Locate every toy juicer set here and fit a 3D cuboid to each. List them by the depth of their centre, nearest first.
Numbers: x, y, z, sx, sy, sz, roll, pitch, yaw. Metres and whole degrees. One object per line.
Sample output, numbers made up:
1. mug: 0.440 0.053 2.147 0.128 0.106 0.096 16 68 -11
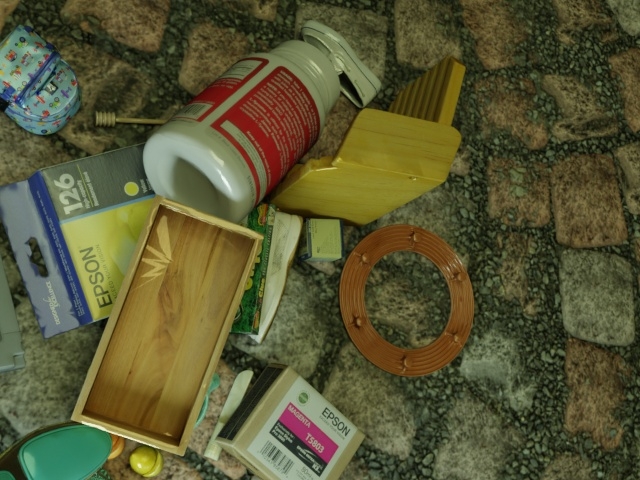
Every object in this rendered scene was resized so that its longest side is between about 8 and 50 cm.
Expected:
1. toy juicer set: -0.276 0.333 1.615 0.329 0.089 0.209 8 76 -22

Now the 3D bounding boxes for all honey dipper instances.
1. honey dipper: -0.368 -0.239 1.729 0.161 0.030 0.030 -2 80 -25

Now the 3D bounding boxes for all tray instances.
1. tray: -0.265 0.147 1.530 0.203 0.076 0.411 21 87 -8

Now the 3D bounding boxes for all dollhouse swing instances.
1. dollhouse swing: 0.089 -0.222 1.747 0.315 0.347 0.305 9 74 -22

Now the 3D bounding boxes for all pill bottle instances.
1. pill bottle: -0.136 -0.220 1.697 0.229 0.229 0.407 47 53 -8

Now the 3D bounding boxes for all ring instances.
1. ring: 0.197 0.127 1.896 0.337 0.032 0.336 5 78 -23

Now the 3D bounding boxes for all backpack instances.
1. backpack: -0.533 -0.292 1.622 0.173 0.117 0.158 42 67 -13

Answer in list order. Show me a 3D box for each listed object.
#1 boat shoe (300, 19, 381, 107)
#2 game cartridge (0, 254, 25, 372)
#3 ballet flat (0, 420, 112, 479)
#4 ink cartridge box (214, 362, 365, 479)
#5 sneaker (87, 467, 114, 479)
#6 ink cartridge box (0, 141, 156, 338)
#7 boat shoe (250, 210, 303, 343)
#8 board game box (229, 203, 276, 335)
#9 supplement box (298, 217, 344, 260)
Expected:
1. boat shoe: 0.037 -0.385 1.904 0.226 0.083 0.076 39 66 -12
2. game cartridge: -0.632 0.093 1.480 0.198 0.062 0.297 -7 73 -42
3. ballet flat: -0.514 0.397 1.448 0.348 0.123 0.123 -25 90 -46
4. ink cartridge box: -0.055 0.383 1.684 0.235 0.088 0.193 44 66 -19
5. sneaker: -0.399 0.435 1.558 0.166 0.065 0.076 18 69 -21
6. ink cartridge box: -0.417 -0.007 1.639 0.307 0.072 0.303 -20 88 -28
7. boat shoe: -0.113 0.069 1.744 0.096 0.098 0.277 17 67 -5
8. board game box: -0.166 0.055 1.705 0.030 0.136 0.259 34 59 -60
9. supplement box: 0.000 0.000 1.823 0.083 0.056 0.083 1 79 -24
